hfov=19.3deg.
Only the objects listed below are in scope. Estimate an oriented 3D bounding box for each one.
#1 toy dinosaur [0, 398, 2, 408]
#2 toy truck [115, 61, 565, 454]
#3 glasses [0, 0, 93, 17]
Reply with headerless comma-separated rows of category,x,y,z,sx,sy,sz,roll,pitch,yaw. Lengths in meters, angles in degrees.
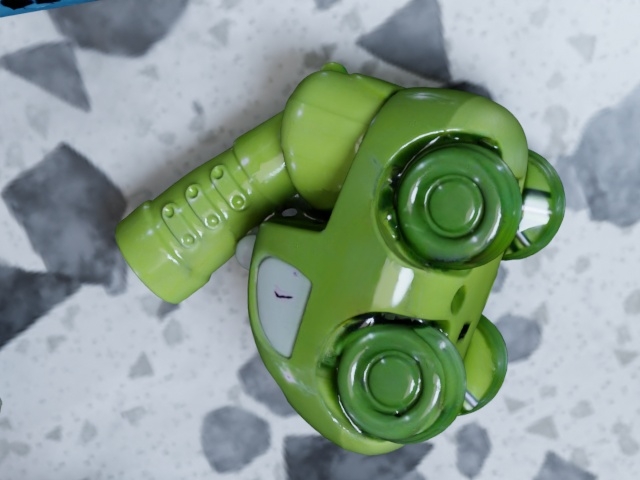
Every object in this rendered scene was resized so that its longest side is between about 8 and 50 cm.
toy dinosaur,-0.309,0.052,1.009,0.294,0.077,0.162,12,127,28
toy truck,0.019,-0.007,0.965,0.210,0.148,0.187,39,104,14
glasses,-0.165,-0.203,0.930,0.239,0.102,0.207,-11,106,7
